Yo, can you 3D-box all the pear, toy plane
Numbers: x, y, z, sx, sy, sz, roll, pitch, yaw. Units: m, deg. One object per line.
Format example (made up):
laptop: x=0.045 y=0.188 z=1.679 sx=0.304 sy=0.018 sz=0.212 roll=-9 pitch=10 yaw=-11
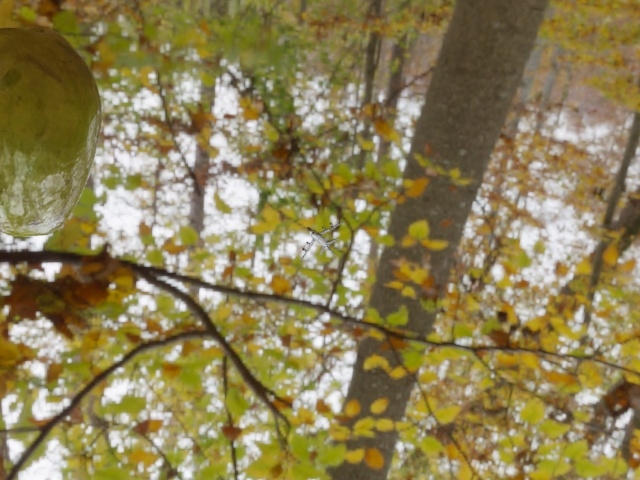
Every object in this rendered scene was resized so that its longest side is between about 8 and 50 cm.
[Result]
pear: x=-0.452 y=-0.165 z=1.311 sx=0.252 sy=0.307 sz=0.253 roll=5 pitch=-161 yaw=-2
toy plane: x=-0.001 y=-0.001 z=1.152 sx=0.024 sy=0.078 sz=0.084 roll=48 pitch=-177 yaw=31
